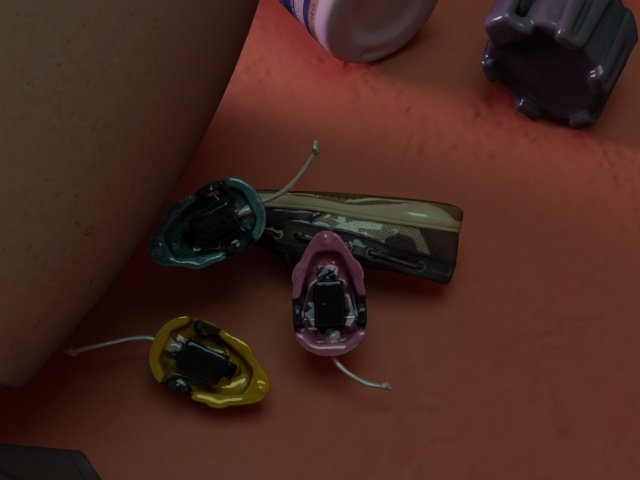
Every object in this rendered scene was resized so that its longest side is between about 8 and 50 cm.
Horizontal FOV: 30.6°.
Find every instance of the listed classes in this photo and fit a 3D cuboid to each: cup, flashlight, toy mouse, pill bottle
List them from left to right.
[{"bbox_3d":[-0.199,-0.060,0.538,0.331,0.331,0.237,6,77,3],"label":"cup"},{"bbox_3d":[-0.029,0.017,0.597,0.161,0.031,0.143,19,86,1],"label":"toy mouse"},{"bbox_3d":[-0.004,-0.200,0.766,0.094,0.094,0.169,-26,57,-21],"label":"pill bottle"},{"bbox_3d":[0.201,-0.202,0.780,0.103,0.103,0.304,17,57,16],"label":"flashlight"}]

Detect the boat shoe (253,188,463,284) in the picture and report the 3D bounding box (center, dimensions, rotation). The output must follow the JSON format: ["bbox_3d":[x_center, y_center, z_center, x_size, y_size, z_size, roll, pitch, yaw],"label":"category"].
[{"bbox_3d":[0.000,0.000,0.632,0.152,0.056,0.049,2,84,7],"label":"boat shoe"}]

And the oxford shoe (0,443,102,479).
[{"bbox_3d":[-0.159,0.129,0.512,0.271,0.097,0.098,25,37,9],"label":"oxford shoe"}]
